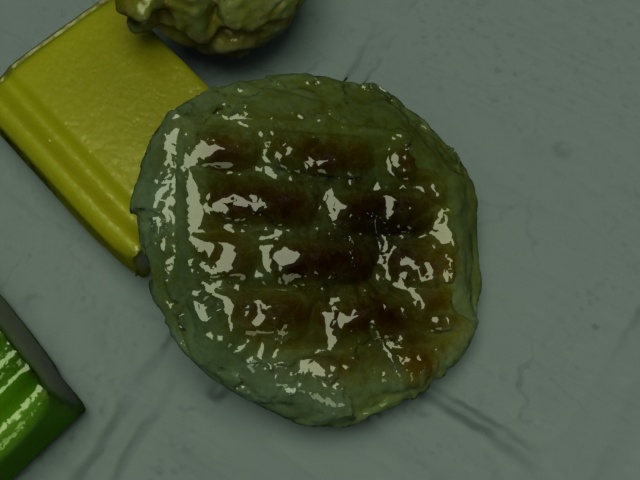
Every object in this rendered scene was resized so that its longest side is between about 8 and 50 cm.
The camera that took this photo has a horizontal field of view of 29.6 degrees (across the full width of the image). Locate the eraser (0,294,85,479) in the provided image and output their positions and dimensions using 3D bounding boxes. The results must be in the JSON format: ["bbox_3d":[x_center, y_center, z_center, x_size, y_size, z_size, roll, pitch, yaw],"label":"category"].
[{"bbox_3d":[-0.352,0.148,0.964,0.274,0.092,0.210,-40,73,-10],"label":"eraser"}]

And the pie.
[{"bbox_3d":[0.000,0.000,0.974,0.306,0.071,0.306,2,81,-13],"label":"pie"}]

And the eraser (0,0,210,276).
[{"bbox_3d":[-0.171,-0.092,1.054,0.158,0.069,0.226,-40,73,-12],"label":"eraser"}]

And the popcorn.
[{"bbox_3d":[-0.099,-0.248,1.051,0.187,0.167,0.185,1,62,-5],"label":"popcorn"}]
